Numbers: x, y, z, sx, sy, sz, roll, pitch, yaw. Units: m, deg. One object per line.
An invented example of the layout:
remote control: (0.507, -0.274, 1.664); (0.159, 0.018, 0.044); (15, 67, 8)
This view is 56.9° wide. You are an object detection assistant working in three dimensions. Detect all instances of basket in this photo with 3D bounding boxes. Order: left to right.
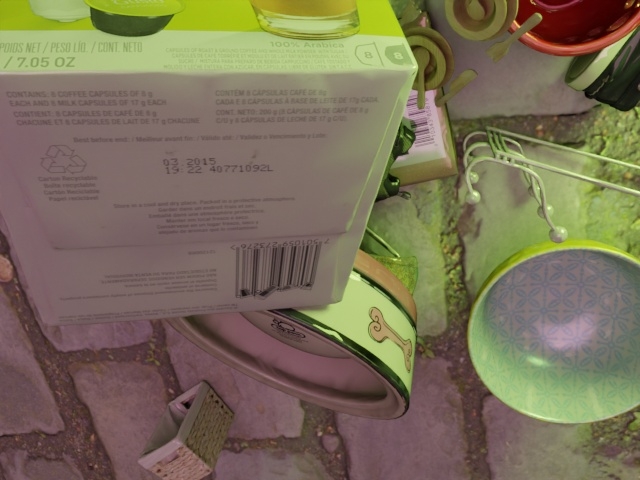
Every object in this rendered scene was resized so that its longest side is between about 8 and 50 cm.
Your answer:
basket: (-0.252, 0.377, 1.141); (0.113, 0.167, 0.103); (-35, 105, 22)

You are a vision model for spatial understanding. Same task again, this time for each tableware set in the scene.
tableware set: (0.154, -0.248, 0.722); (0.128, 0.039, 0.194); (47, 144, -4)

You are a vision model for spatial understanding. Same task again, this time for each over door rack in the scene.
over door rack: (0.352, -0.076, 0.784); (0.324, 0.239, 0.108); (6, 111, 10)

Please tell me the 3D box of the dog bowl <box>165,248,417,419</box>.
dog bowl: (-0.037, 0.117, 0.901); (0.408, 0.150, 0.408); (21, 154, 11)

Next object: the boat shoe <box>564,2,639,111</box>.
boat shoe: (0.467, -0.305, 0.731); (0.113, 0.127, 0.340); (34, 115, -5)

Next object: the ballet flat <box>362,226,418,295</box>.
ballet flat: (0.000, 0.000, 0.972); (0.348, 0.123, 0.123); (25, 114, 2)

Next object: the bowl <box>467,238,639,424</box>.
bowl: (0.368, 0.115, 0.903); (0.289, 0.156, 0.289); (4, 112, 10)

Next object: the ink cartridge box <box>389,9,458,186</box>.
ink cartridge box: (0.088, -0.197, 0.877); (0.193, 0.088, 0.234); (-11, 109, 15)

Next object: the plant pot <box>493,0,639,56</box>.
plant pot: (0.303, -0.332, 0.728); (0.191, 0.174, 0.191); (4, 112, 10)

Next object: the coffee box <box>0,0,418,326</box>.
coffee box: (-0.137, -0.146, 0.638); (0.338, 0.334, 0.338); (-3, 142, -13)

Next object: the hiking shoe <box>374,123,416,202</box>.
hiking shoe: (0.071, -0.159, 0.814); (0.114, 0.086, 0.227); (-7, 116, 1)
